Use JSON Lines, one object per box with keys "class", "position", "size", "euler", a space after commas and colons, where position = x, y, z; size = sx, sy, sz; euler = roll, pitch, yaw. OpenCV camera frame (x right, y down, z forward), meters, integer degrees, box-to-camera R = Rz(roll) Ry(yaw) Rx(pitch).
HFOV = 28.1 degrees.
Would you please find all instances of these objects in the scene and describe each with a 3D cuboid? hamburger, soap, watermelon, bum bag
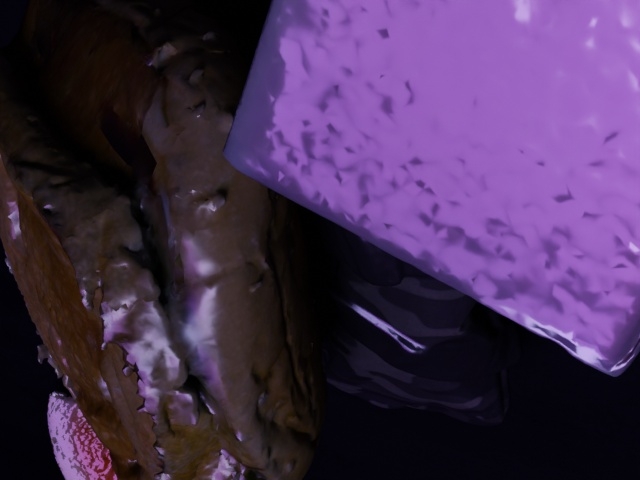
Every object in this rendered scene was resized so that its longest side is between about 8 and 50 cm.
{"class": "hamburger", "position": [-0.080, 0.004, 0.640], "size": [0.265, 0.134, 0.285], "euler": [39, 150, 46]}
{"class": "soap", "position": [0.086, -0.097, 0.429], "size": [0.181, 0.081, 0.259], "euler": [28, 130, 8]}
{"class": "watermelon", "position": [-0.140, 0.219, 1.122], "size": [0.245, 0.063, 0.119], "euler": [34, 129, 6]}
{"class": "bum bag", "position": [0.045, -0.001, 0.643], "size": [0.144, 0.095, 0.340], "euler": [27, 145, 16]}
